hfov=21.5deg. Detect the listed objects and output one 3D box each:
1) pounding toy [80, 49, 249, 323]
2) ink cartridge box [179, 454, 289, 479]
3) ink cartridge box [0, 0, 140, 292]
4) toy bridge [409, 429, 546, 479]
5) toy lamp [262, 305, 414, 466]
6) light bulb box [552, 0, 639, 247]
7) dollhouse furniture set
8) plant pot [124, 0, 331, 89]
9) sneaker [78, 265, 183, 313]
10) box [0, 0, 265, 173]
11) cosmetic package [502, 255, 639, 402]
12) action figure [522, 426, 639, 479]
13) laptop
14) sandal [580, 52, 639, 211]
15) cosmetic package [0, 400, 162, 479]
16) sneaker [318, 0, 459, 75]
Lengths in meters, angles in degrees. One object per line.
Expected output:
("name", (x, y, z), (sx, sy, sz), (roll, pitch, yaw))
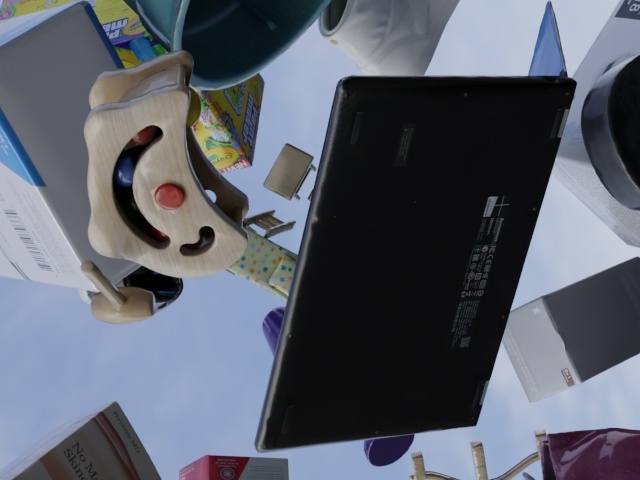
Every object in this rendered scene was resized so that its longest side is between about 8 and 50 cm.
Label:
("pounding toy", (-0.144, -0.027, 1.593), (0.155, 0.154, 0.269), (-93, 5, -55))
("ink cartridge box", (-0.123, 0.405, 2.403), (0.128, 0.127, 0.176), (7, -111, -24))
("ink cartridge box", (-0.340, -0.108, 1.978), (0.166, 0.395, 0.285), (-36, -71, -24))
("toy bridge", (0.210, 0.297, 2.228), (0.026, 0.188, 0.063), (-102, 1, -76))
("toy lamp", (0.013, 0.179, 2.165), (0.275, 0.080, 0.080), (45, 180, 42))
("light bulb box", (0.501, -0.159, 1.937), (0.225, 0.361, 0.358), (37, -100, -33))
("dollhouse furniture set", (0.000, 0.000, 1.851), (0.161, 0.182, 0.101), (-62, -14, -3))
("plant pot", (-0.163, -0.410, 1.972), (0.334, 0.341, 0.341), (40, -166, 20))
("sneaker", (-0.232, 0.068, 2.384), (0.217, 0.121, 0.079), (3, -95, -59))
("box", (-0.271, -0.224, 2.376), (0.279, 0.290, 0.177), (57, -151, -43))
("cosmetic package", (0.352, 0.116, 2.232), (0.238, 0.107, 0.127), (-17, -99, -42))
("action figure", (0.434, 0.259, 1.951), (0.276, 0.370, 0.248), (-168, 57, -84))
("laptop", (0.095, -0.027, 1.686), (0.408, 0.382, 0.236), (-4, -151, -33))
("sandal", (0.407, -0.167, 1.503), (0.446, 0.107, 0.167), (-40, -77, -34))
("cosmetic package", (-0.351, 0.348, 2.230), (0.153, 0.129, 0.296), (60, -151, -5))
("sneaker", (0.097, -0.352, 2.201), (0.169, 0.108, 0.292), (36, -118, -32))
